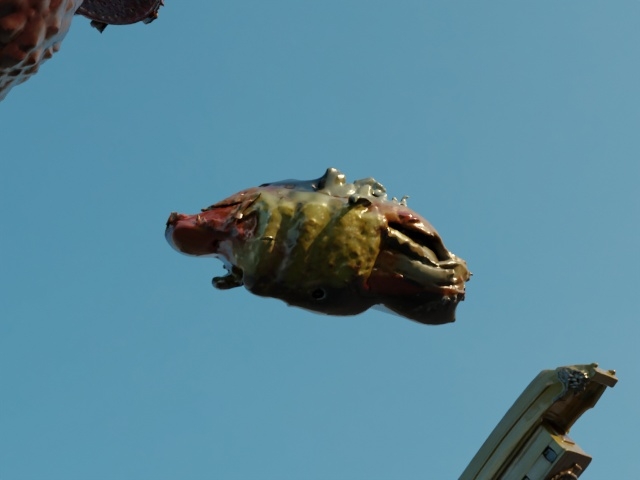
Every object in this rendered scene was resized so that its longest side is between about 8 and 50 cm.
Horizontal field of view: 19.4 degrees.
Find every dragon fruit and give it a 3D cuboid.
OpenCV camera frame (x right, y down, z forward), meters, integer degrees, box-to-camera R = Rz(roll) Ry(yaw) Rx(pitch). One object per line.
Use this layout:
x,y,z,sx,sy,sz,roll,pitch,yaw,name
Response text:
-0.169,-0.232,1.533,0.112,0.068,0.126,23,-43,-1,dragon fruit

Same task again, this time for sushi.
0.000,-0.002,1.368,0.226,0.103,0.097,10,-68,-6,sushi

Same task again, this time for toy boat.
0.182,0.184,1.585,0.057,0.077,0.200,21,-72,-49,toy boat

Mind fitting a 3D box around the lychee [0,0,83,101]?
-0.303,-0.211,1.354,0.261,0.260,0.260,-19,-43,-18,lychee
